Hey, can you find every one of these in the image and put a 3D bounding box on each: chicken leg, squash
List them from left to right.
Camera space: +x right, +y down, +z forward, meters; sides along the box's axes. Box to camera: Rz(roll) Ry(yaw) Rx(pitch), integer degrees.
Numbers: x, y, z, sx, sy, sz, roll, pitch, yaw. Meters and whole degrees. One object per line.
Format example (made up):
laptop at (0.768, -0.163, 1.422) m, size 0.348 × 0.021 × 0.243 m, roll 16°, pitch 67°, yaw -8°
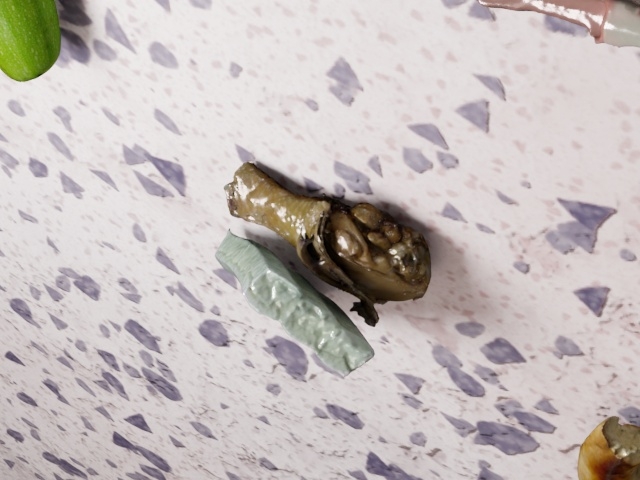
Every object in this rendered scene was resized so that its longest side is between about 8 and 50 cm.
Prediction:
squash at (-0.276, -0.247, 0.888) m, size 0.082 × 0.082 × 0.292 m, roll 10°, pitch 142°, yaw 34°
chicken leg at (0.001, -0.002, 0.963) m, size 0.196 × 0.080 × 0.125 m, roll 32°, pitch 164°, yaw 4°

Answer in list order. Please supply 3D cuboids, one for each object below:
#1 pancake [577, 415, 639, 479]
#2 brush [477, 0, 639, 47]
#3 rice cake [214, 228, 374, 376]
pancake at (0.311, 0.255, 1.033) m, size 0.257 × 0.056 × 0.212 m, roll 36°, pitch 148°, yaw -2°
brush at (0.218, -0.109, 0.648) m, size 0.301 × 0.071 × 0.084 m, roll 25°, pitch 131°, yaw 32°
rice cake at (-0.026, 0.050, 0.992) m, size 0.127 × 0.043 × 0.237 m, roll 40°, pitch 179°, yaw -16°
